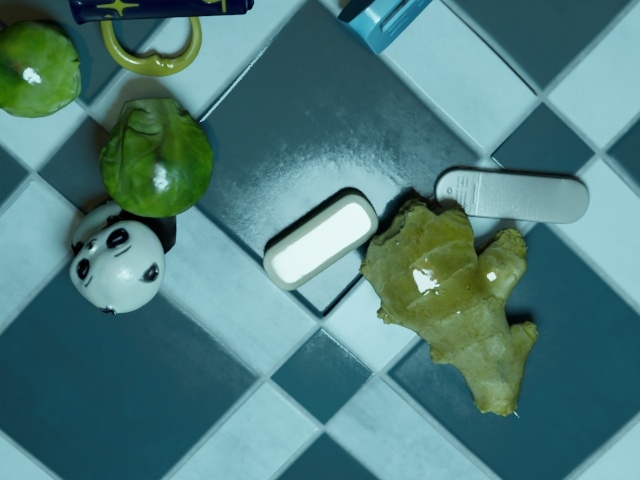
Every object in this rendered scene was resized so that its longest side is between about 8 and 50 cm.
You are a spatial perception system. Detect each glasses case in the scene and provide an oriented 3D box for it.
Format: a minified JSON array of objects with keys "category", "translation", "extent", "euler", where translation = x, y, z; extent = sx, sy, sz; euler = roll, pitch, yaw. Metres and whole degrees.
[{"category":"glasses case","translation":[0.000,0.000,1.679],"extent":[0.196,0.050,0.083],"euler":[-34,99,6]}]

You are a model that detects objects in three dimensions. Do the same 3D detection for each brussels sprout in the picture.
[{"category":"brussels sprout","translation":[-0.241,-0.124,1.599],"extent":[0.161,0.144,0.181],"euler":[8,91,24]},{"category":"brussels sprout","translation":[-0.431,-0.249,1.576],"extent":[0.149,0.122,0.152],"euler":[21,100,-3]}]

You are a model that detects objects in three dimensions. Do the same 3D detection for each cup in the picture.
[{"category":"cup","translation":[-0.225,-0.382,1.559],"extent":[0.256,0.255,0.178],"euler":[-1,65,-4]}]

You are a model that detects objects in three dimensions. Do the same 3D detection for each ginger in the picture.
[{"category":"ginger","translation":[0.233,0.095,1.689],"extent":[0.236,0.166,0.375],"euler":[-52,121,-14]}]

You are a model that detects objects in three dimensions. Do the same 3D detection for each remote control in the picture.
[{"category":"remote control","translation":[0.302,-0.070,1.686],"extent":[0.244,0.022,0.077],"euler":[4,100,-2]}]

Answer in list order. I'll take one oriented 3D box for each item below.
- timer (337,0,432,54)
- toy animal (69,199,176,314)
[{"category":"timer","translation":[0.135,-0.365,1.499],"extent":[0.232,0.250,0.091],"euler":[-44,99,8]},{"category":"toy animal","translation":[-0.298,0.020,1.619],"extent":[0.166,0.179,0.138],"euler":[-41,115,15]}]
